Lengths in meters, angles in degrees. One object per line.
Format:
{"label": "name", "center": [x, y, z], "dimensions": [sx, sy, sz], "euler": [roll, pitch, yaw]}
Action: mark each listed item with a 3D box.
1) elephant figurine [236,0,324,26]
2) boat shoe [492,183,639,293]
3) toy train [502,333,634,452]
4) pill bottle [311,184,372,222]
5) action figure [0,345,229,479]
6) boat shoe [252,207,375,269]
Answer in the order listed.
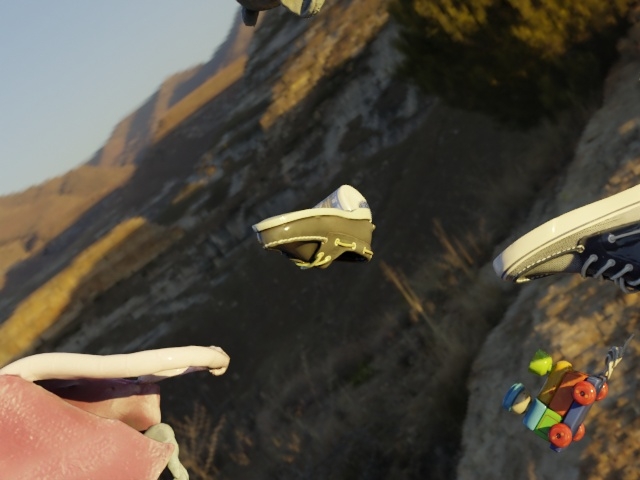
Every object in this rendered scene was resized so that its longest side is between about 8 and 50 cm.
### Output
{"label": "elephant figurine", "center": [-0.033, -0.425, 1.533], "dimensions": [0.239, 0.170, 0.186], "euler": [9, -2, 21]}
{"label": "boat shoe", "center": [0.455, 0.026, 1.580], "dimensions": [0.340, 0.158, 0.127], "euler": [-25, -20, 5]}
{"label": "toy train", "center": [0.438, 0.239, 1.792], "dimensions": [0.105, 0.143, 0.248], "euler": [4, -66, -61]}
{"label": "pill bottle", "center": [0.011, -0.024, 1.663], "dimensions": [0.137, 0.078, 0.078], "euler": [-37, 8, 26]}
{"label": "action figure", "center": [-0.277, 0.127, 0.668], "dimensions": [0.248, 0.370, 0.276], "euler": [113, 180, -79]}
{"label": "boat shoe", "center": [0.000, 0.000, 1.205], "dimensions": [0.081, 0.069, 0.227], "euler": [-12, -4, 31]}
